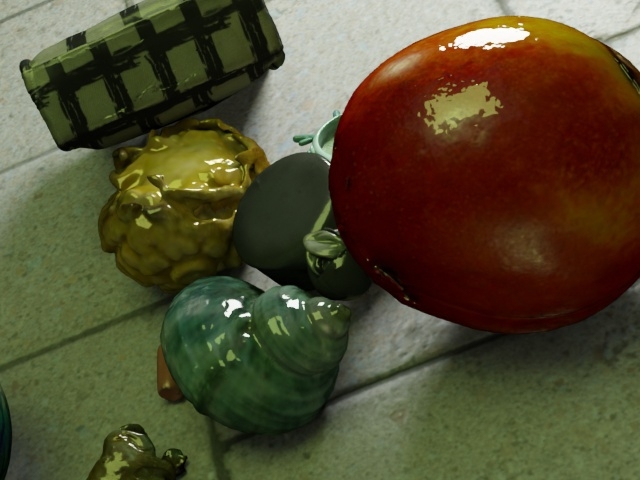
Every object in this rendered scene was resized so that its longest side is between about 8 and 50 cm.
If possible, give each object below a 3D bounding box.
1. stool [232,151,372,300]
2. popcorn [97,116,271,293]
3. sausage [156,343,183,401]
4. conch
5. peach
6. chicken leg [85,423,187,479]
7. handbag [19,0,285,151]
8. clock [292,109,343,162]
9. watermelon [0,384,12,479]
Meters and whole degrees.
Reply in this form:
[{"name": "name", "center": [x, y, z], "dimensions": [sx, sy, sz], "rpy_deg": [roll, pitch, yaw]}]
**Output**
[{"name": "stool", "center": [-0.007, 0.006, 1.677], "dimensions": [0.153, 0.139, 0.228], "rpy_deg": [-32, 46, 19]}, {"name": "popcorn", "center": [-0.177, -0.046, 1.795], "dimensions": [0.250, 0.190, 0.250], "rpy_deg": [-17, 25, 8]}, {"name": "sausage", "center": [-0.182, 0.158, 1.717], "dimensions": [0.034, 0.034, 0.083], "rpy_deg": [-17, 43, 10]}, {"name": "conch", "center": [-0.073, 0.123, 1.614], "dimensions": [0.277, 0.195, 0.220], "rpy_deg": [-23, 8, 41]}, {"name": "peach", "center": [0.188, -0.061, 1.516], "dimensions": [0.370, 0.370, 0.370], "rpy_deg": [-13, 46, 14]}, {"name": "chicken leg", "center": [-0.320, 0.345, 1.526], "dimensions": [0.429, 0.153, 0.201], "rpy_deg": [-37, 82, -22]}, {"name": "handbag", "center": [-0.216, -0.241, 1.923], "dimensions": [0.325, 0.162, 0.327], "rpy_deg": [-23, 7, 1]}, {"name": "clock", "center": [0.062, -0.116, 1.812], "dimensions": [0.159, 0.066, 0.211], "rpy_deg": [-32, 38, -26]}, {"name": "watermelon", "center": [-0.529, 0.230, 1.605], "dimensions": [0.363, 0.363, 0.363], "rpy_deg": [-13, 46, 14]}]
